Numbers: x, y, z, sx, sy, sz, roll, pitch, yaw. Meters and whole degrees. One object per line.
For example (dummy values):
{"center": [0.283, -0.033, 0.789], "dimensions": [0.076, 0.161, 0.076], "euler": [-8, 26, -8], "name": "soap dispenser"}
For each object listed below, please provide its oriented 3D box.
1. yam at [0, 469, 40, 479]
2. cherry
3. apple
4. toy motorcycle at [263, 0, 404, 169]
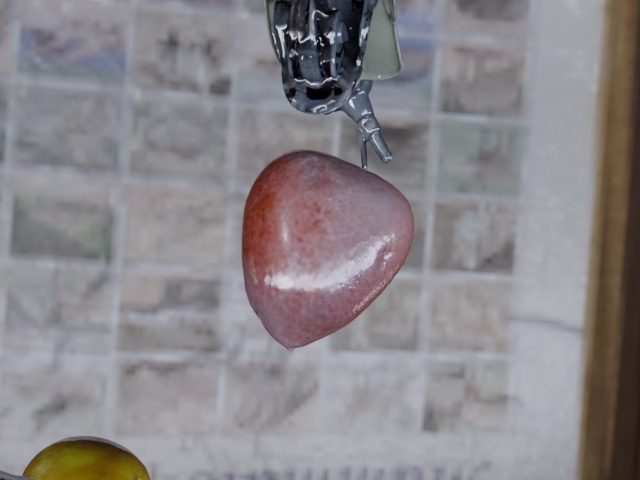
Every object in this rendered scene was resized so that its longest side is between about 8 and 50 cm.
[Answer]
{"center": [-0.173, 0.209, 0.725], "dimensions": [0.202, 0.201, 0.271], "euler": [-5, -165, 16], "name": "yam"}
{"center": [0.004, -0.001, 1.113], "dimensions": [0.106, 0.126, 0.087], "euler": [1, 141, 3], "name": "cherry"}
{"center": [-0.179, 0.208, 1.413], "dimensions": [0.102, 0.114, 0.099], "euler": [-9, -141, 29], "name": "apple"}
{"center": [0.016, -0.178, 1.131], "dimensions": [0.091, 0.263, 0.157], "euler": [1, 153, 12], "name": "toy motorcycle"}
